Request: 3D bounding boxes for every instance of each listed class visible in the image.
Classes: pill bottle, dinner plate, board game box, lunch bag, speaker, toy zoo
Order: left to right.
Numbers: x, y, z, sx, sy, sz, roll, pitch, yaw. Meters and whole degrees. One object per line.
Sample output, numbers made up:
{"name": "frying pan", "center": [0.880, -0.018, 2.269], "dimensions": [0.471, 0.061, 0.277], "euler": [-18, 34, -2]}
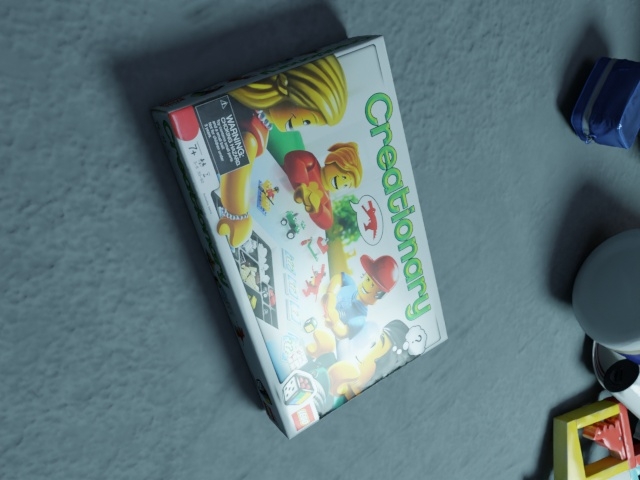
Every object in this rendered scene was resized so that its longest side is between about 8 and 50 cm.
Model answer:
{"name": "board game box", "center": [0.000, 0.000, 0.527], "dimensions": [0.193, 0.053, 0.305], "euler": [-27, 115, -23]}
{"name": "lunch bag", "center": [0.325, -0.152, 0.674], "dimensions": [0.067, 0.065, 0.098], "euler": [32, 84, -49]}
{"name": "dinner plate", "center": [0.425, 0.144, 0.834], "dimensions": [0.141, 0.017, 0.141], "euler": [-4, 99, -25]}
{"name": "toy zoo", "center": [0.430, 0.314, 0.838], "dimensions": [0.293, 0.030, 0.192], "euler": [-11, 92, -20]}
{"name": "speaker", "center": [0.442, 0.218, 0.799], "dimensions": [0.136, 0.055, 0.055], "euler": [41, 81, -12]}
{"name": "pill bottle", "center": [0.460, 0.102, 0.752], "dimensions": [0.264, 0.153, 0.153], "euler": [25, 90, -25]}

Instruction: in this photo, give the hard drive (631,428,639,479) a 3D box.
{"name": "hard drive", "center": [0.535, 0.409, 0.957], "dimensions": [0.254, 0.054, 0.172], "euler": [40, 81, -31]}
